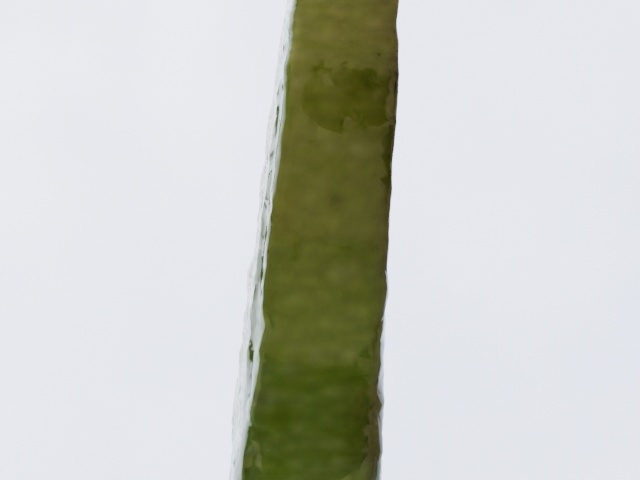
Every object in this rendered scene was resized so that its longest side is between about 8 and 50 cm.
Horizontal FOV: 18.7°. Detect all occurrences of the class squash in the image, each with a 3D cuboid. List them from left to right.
[{"bbox_3d":[-0.005,0.000,0.565,0.041,0.219,0.219,3,-99,-3],"label":"squash"}]
